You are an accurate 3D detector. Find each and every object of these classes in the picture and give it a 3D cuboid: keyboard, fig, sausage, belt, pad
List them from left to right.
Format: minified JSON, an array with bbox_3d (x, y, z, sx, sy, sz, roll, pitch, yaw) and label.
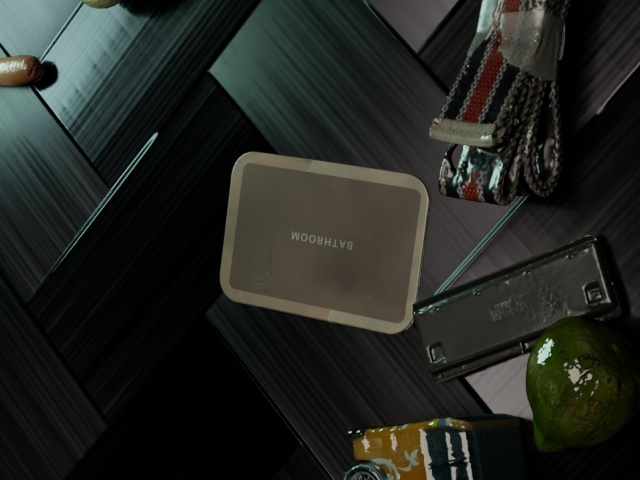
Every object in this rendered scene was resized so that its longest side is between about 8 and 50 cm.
[{"bbox_3d":[-0.428,-0.217,2.176,0.186,0.043,0.043,6,93,34],"label":"sausage"},{"bbox_3d":[0.000,0.000,1.910,0.266,0.002,0.176,10,95,33],"label":"pad"},{"bbox_3d":[0.198,0.073,1.764,0.230,0.025,0.094,-23,75,31],"label":"keyboard"},{"bbox_3d":[0.199,-0.212,1.719,0.094,0.126,0.359,11,90,43],"label":"belt"},{"bbox_3d":[0.244,0.150,1.681,0.123,0.123,0.156,55,129,21],"label":"fig"}]

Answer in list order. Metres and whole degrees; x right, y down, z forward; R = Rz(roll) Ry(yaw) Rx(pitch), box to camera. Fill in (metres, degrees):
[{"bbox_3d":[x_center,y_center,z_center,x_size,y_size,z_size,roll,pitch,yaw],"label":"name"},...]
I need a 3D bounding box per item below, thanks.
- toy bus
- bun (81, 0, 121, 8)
[{"bbox_3d":[0.134,0.317,1.739,0.167,0.138,0.275,-12,80,31],"label":"toy bus"},{"bbox_3d":[-0.254,-0.332,2.043,0.115,0.069,0.115,1,92,34],"label":"bun"}]
